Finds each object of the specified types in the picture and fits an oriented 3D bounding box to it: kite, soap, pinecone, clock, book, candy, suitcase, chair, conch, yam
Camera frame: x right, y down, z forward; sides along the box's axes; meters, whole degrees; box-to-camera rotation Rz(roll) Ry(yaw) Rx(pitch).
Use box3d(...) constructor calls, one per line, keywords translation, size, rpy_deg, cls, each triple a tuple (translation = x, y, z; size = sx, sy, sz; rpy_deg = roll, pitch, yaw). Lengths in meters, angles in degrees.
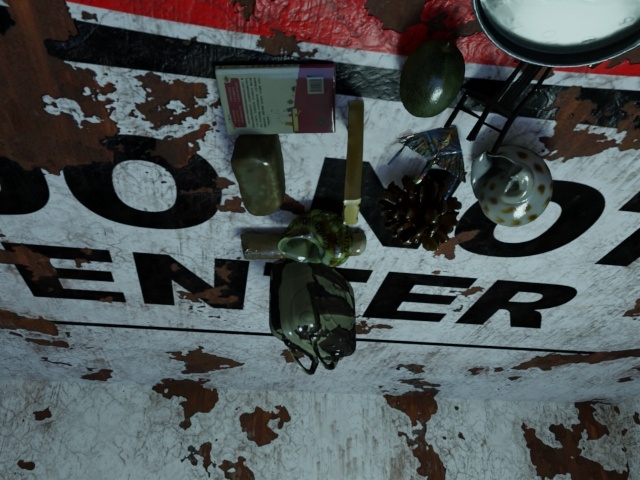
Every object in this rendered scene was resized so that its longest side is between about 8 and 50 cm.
box3d(translation=(0.255, -0.189, 1.268), size=(0.183, 0.010, 0.160), rpy_deg=(32, 115, 0), cls="kite")
box3d(translation=(0.066, -0.157, 1.146), size=(0.037, 0.252, 0.092), rpy_deg=(3, 151, 2), cls="soap")
box3d(translation=(0.235, -0.073, 1.369), size=(0.195, 0.179, 0.150), rpy_deg=(24, 179, 2), cls="pinecone")
box3d(translation=(0.383, -0.399, 0.852), size=(0.318, 0.066, 0.319), rpy_deg=(12, 151, 7), cls="clock")
box3d(translation=(-0.085, -0.280, 1.141), size=(0.231, 0.022, 0.162), rpy_deg=(0, 139, 2), cls="book")
box3d(translation=(-0.137, -0.153, 1.298), size=(0.102, 0.104, 0.234), rpy_deg=(2, 149, 6), cls="candy")
box3d(translation=(-0.028, 0.236, 1.728), size=(0.194, 0.339, 0.351), rpy_deg=(-15, 147, 23), cls="suitcase")
box3d(translation=(0.350, -0.288, 1.114), size=(0.084, 0.101, 0.212), rpy_deg=(21, 107, -33), cls="chair")
box3d(translation=(0.001, -0.002, 1.518), size=(0.181, 0.124, 0.187), rpy_deg=(42, 134, -18), cls="conch")
box3d(translation=(0.442, -0.122, 1.311), size=(0.148, 0.183, 0.275), rpy_deg=(-27, 161, -17), cls="conch")
box3d(translation=(-0.047, 0.014, 1.608), size=(0.356, 0.081, 0.081), rpy_deg=(-1, 150, 1), cls="yam")

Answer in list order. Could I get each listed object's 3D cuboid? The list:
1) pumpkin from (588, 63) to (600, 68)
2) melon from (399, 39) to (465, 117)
box3d(translation=(0.496, -0.352, 1.014), size=(0.074, 0.054, 0.083), rpy_deg=(13, 143, -29), cls="pumpkin")
box3d(translation=(0.205, -0.297, 1.043), size=(0.114, 0.114, 0.167), rpy_deg=(5, 152, -9), cls="melon")
